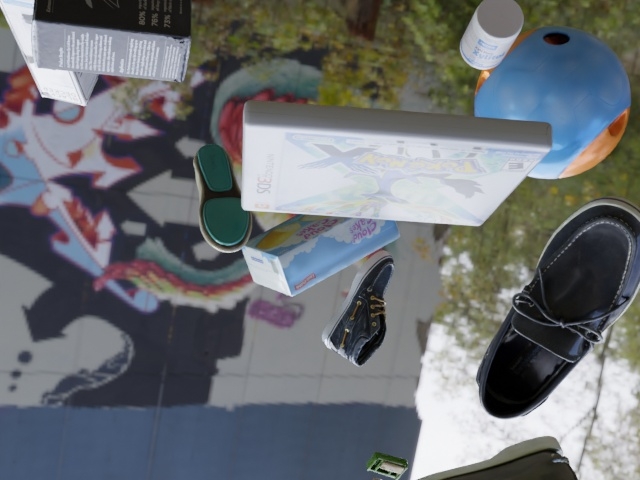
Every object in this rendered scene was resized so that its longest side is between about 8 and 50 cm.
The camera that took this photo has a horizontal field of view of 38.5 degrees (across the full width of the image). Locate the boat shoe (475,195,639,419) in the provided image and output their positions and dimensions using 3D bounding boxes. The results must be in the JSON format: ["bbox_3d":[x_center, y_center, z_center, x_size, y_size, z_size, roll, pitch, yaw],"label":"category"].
[{"bbox_3d":[0.439,0.142,1.686,0.187,0.500,0.156,33,-150,8],"label":"boat shoe"}]

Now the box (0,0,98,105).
[{"bbox_3d":[-0.438,-0.379,1.538,0.087,0.169,0.290,11,155,6],"label":"box"}]

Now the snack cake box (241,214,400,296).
[{"bbox_3d":[0.000,0.000,1.770,0.264,0.089,0.152,-28,-159,-26],"label":"snack cake box"}]

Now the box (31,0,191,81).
[{"bbox_3d":[-0.282,-0.316,1.254,0.207,0.153,0.108,4,154,-13],"label":"box"}]

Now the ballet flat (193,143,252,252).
[{"bbox_3d":[-0.160,-0.053,1.485,0.086,0.086,0.248,7,-136,-20],"label":"ballet flat"}]

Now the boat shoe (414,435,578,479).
[{"bbox_3d":[0.185,0.342,1.156,0.305,0.109,0.091,-18,-128,-11],"label":"boat shoe"}]

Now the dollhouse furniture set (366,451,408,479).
[{"bbox_3d":[0.108,0.407,1.431,0.059,0.076,0.151,21,-148,-17],"label":"dollhouse furniture set"}]

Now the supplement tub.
[{"bbox_3d":[0.246,-0.299,1.328,0.071,0.071,0.107,10,166,-1],"label":"supplement tub"}]

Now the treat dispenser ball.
[{"bbox_3d":[0.437,-0.261,1.737,0.288,0.288,0.288,10,-171,-2],"label":"treat dispenser ball"}]

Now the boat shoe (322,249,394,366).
[{"bbox_3d":[0.083,0.110,1.466,0.083,0.183,0.065,32,-178,39],"label":"boat shoe"}]

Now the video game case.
[{"bbox_3d":[0.071,-0.082,1.098,0.329,0.036,0.300,3,165,-4],"label":"video game case"}]
